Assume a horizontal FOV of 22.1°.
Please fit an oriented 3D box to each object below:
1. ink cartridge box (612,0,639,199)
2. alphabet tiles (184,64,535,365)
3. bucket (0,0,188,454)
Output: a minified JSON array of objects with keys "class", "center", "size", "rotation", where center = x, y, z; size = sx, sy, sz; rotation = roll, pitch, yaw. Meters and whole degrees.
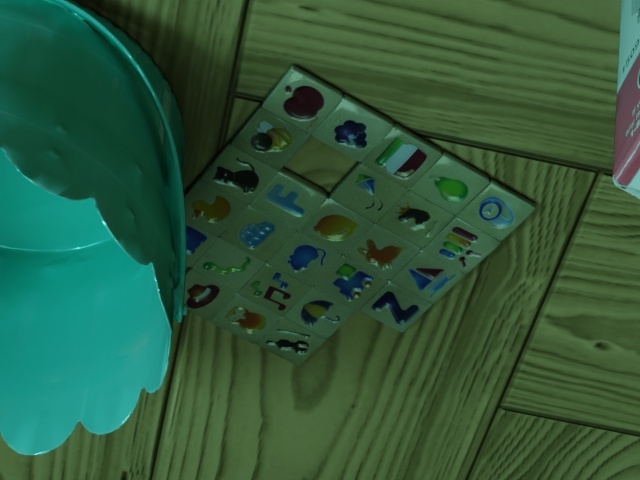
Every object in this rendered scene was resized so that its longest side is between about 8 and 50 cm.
[{"class":"ink cartridge box","center":[0.233,-0.164,0.772],"size":[0.117,0.283,0.207],"rotation":[19,133,-6]},{"class":"alphabet tiles","center":[0.000,0.000,1.146],"size":[0.198,0.009,0.237],"rotation":[28,131,-19]},{"class":"bucket","center":[-0.215,-0.018,1.034],"size":[0.281,0.183,0.281],"rotation":[3,134,3]}]
